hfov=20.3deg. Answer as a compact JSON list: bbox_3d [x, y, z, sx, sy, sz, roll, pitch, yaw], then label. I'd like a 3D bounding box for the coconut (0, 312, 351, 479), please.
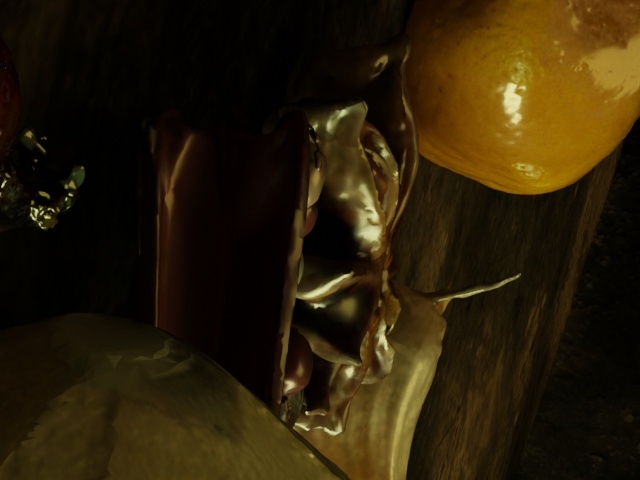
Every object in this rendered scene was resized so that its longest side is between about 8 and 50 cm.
[{"bbox_3d":[-0.078,0.139,0.523,0.239,0.239,0.244,-45,148,-64],"label":"coconut"}]

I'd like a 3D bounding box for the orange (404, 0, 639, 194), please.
[{"bbox_3d":[0.161,-0.150,1.250,0.249,0.183,0.249,14,90,-78],"label":"orange"}]

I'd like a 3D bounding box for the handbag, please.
[{"bbox_3d":[-0.039,0.055,0.766,0.216,0.074,0.203,90,4,-82],"label":"handbag"}]

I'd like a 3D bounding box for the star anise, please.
[{"bbox_3d":[0.001,-0.007,0.976,0.214,0.099,0.220,-76,172,-77],"label":"star anise"}]

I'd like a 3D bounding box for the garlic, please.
[{"bbox_3d":[0.034,0.095,1.114,0.198,0.128,0.090,-67,157,-16],"label":"garlic"}]

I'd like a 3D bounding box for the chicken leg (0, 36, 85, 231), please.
[{"bbox_3d":[-0.128,-0.022,0.542,0.253,0.051,0.106,-31,140,-71],"label":"chicken leg"}]
